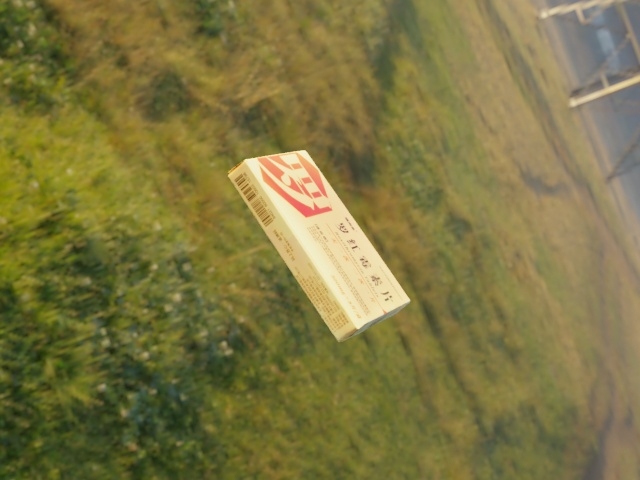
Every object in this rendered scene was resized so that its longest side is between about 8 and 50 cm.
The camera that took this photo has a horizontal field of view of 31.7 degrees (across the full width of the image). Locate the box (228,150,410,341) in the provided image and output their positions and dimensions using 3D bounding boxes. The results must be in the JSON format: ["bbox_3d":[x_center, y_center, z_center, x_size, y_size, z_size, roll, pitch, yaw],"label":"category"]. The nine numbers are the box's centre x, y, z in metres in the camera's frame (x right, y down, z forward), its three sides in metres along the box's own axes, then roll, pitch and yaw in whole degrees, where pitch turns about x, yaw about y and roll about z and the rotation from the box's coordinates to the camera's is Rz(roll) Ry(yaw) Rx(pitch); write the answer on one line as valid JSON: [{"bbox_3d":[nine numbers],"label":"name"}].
[{"bbox_3d":[0.000,0.000,0.524,0.093,0.015,0.058,56,29,9],"label":"box"}]
